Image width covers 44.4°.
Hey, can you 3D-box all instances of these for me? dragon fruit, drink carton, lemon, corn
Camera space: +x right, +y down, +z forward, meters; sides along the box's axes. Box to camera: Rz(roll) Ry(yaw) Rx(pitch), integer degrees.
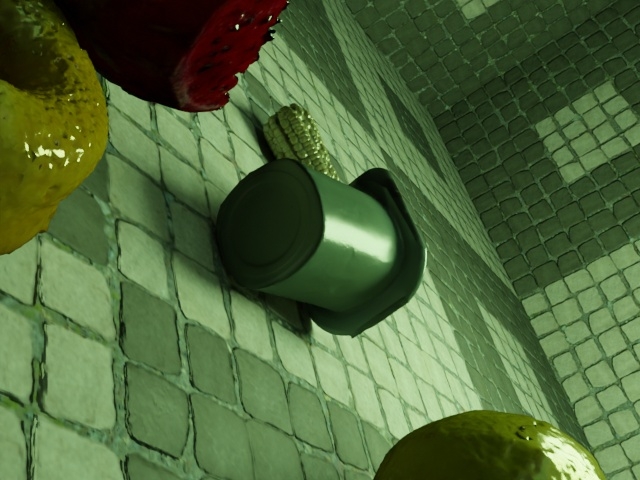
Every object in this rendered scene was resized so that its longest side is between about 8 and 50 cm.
[{"bbox_3d":[-0.172,-0.209,0.691,0.282,0.343,0.100,24,67,-13],"label":"dragon fruit"},{"bbox_3d":[0.000,0.000,0.926,0.190,0.186,0.191,26,39,-55],"label":"drink carton"},{"bbox_3d":[0.173,0.295,0.787,0.284,0.261,0.260,51,18,-42],"label":"lemon"},{"bbox_3d":[-0.021,-0.111,1.224,0.210,0.087,0.087,67,19,7],"label":"corn"}]

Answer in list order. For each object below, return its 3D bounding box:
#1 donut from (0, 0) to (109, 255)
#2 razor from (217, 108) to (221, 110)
[{"bbox_3d":[-0.269,-0.135,0.541,0.303,0.110,0.303,51,18,-24],"label":"donut"},{"bbox_3d":[-0.154,-0.282,1.201,0.253,0.042,0.081,-90,-173,-60],"label":"razor"}]
